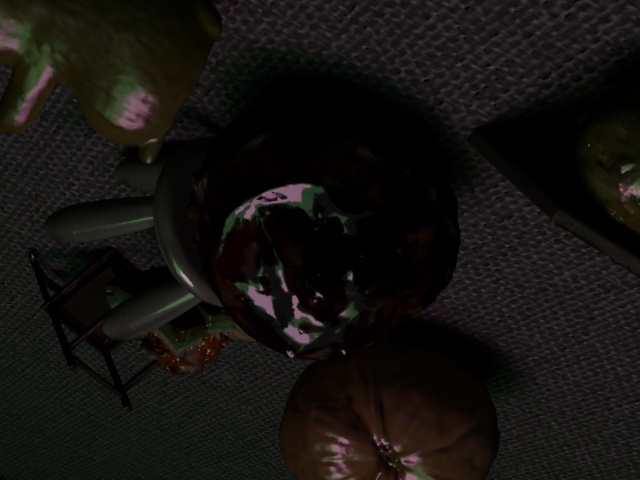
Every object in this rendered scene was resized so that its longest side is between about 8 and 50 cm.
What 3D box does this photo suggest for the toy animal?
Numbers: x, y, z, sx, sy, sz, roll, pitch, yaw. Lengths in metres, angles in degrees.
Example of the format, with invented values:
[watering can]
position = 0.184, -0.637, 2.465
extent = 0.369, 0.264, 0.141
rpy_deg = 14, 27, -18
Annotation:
[toy animal]
position = -0.281, -0.222, 1.431
extent = 0.362, 0.181, 0.180
rpy_deg = 19, 146, -3

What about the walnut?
[walnut]
position = 0.094, 0.259, 2.003
extent = 0.296, 0.285, 0.285
rpy_deg = -6, 150, 5

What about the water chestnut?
[water chestnut]
position = 0.000, 0.000, 1.552
extent = 0.300, 0.300, 0.300
rpy_deg = 15, 154, 8

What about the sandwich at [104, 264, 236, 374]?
[sandwich]
position = -0.187, 0.117, 1.900
extent = 0.184, 0.109, 0.160
rpy_deg = 32, 138, 46

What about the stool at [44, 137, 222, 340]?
[stool]
position = -0.175, -0.002, 1.726
extent = 0.198, 0.195, 0.195
rpy_deg = -16, 110, 39

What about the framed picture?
[framed picture]
position = 0.314, 0.011, 1.482
extent = 0.335, 0.022, 0.247
rpy_deg = 30, -169, -22

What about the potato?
[potato]
position = 0.362, -0.045, 1.381
extent = 0.298, 0.141, 0.176
rpy_deg = 30, 168, -33

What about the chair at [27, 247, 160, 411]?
[chair]
position = -0.307, 0.099, 2.120
extent = 0.154, 0.141, 0.260
rpy_deg = 46, -173, -42

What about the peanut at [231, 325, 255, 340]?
[peanut]
position = -0.043, 0.084, 1.927
extent = 0.274, 0.111, 0.125
rpy_deg = 8, 174, 17
